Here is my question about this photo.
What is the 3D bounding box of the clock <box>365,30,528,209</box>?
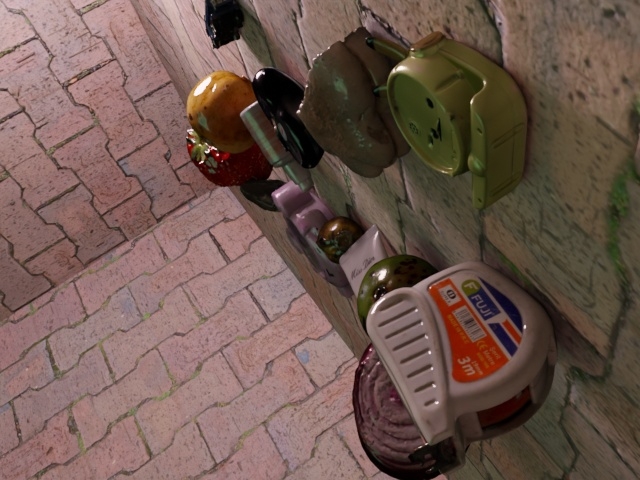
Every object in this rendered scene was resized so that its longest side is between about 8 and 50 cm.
[{"bbox_3d":[0.138,-0.155,0.774,0.232,0.069,0.170,48,167,36],"label":"clock"}]

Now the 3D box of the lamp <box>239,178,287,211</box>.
[{"bbox_3d":[-0.145,-0.136,2.013,0.250,0.101,0.101,8,-147,-45],"label":"lamp"}]

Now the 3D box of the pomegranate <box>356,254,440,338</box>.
[{"bbox_3d":[0.177,0.130,1.295,0.247,0.202,0.202,20,-156,-49],"label":"pomegranate"}]

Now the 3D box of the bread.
[{"bbox_3d":[0.053,-0.187,1.024,0.183,0.102,0.337,57,172,1],"label":"bread"}]

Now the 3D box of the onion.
[{"bbox_3d":[0.221,0.371,1.516,0.260,0.281,0.337,51,-149,-65],"label":"onion"}]

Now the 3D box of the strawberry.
[{"bbox_3d":[-0.255,-0.272,2.015,0.257,0.257,0.277,50,-172,36],"label":"strawberry"}]

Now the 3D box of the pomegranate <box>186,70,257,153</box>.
[{"bbox_3d":[-0.238,-0.342,1.749,0.215,0.215,0.215,55,171,13],"label":"pomegranate"}]

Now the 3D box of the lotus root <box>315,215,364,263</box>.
[{"bbox_3d":[0.053,0.000,1.655,0.120,0.120,0.209,57,172,-1],"label":"lotus root"}]

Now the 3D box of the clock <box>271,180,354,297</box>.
[{"bbox_3d":[0.000,0.000,1.931,0.322,0.113,0.296,51,169,28],"label":"clock"}]

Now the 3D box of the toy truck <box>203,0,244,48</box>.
[{"bbox_3d":[-0.227,-0.504,1.502,0.088,0.074,0.201,62,170,-2],"label":"toy truck"}]

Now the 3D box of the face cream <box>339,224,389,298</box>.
[{"bbox_3d":[0.135,0.127,1.458,0.089,0.143,0.314,10,-134,-37],"label":"face cream"}]

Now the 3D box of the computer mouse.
[{"bbox_3d":[-0.053,-0.259,1.370,0.233,0.096,0.137,59,167,12],"label":"computer mouse"}]

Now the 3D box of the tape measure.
[{"bbox_3d":[0.202,0.168,0.959,0.258,0.265,0.130,-118,4,-50],"label":"tape measure"}]

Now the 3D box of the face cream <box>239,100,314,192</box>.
[{"bbox_3d":[-0.093,-0.232,1.652,0.252,0.101,0.101,57,171,-8],"label":"face cream"}]
